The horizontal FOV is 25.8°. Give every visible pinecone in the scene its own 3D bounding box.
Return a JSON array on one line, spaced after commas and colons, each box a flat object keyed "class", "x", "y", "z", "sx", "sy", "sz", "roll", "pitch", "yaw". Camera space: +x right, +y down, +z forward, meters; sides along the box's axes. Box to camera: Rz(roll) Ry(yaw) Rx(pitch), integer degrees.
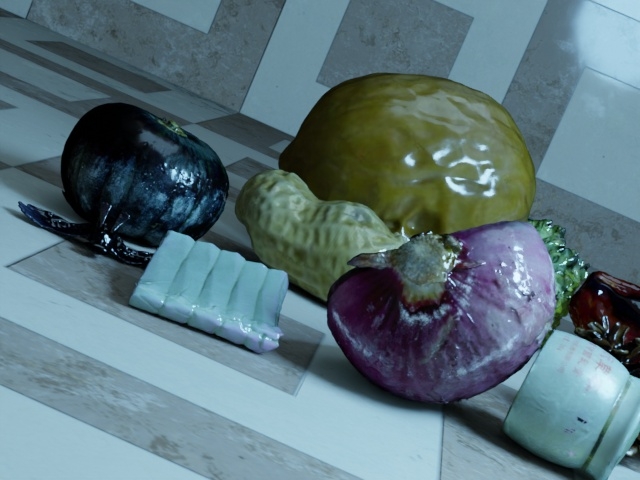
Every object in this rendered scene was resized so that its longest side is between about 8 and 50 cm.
[{"class": "pinecone", "x": 0.366, "y": 0.179, "z": 1.781, "sx": 0.163, "sy": 0.165, "sz": 0.163, "roll": -3, "pitch": 12, "yaw": 1}]

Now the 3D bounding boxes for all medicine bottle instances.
[{"class": "medicine bottle", "x": 0.302, "y": 0.195, "z": 1.622, "sx": 0.143, "sy": 0.147, "sz": 0.147, "roll": 27, "pitch": 10, "yaw": 13}]

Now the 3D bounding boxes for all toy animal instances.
[{"class": "toy animal", "x": -0.264, "y": -0.008, "z": 1.702, "sx": 0.220, "sy": 0.062, "sz": 0.108, "roll": 21, "pitch": -10, "yaw": -11}]

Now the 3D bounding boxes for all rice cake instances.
[{"class": "rice cake", "x": -0.123, "y": 0.058, "z": 1.617, "sx": 0.189, "sy": 0.037, "sz": 0.198, "roll": 20, "pitch": 19, "yaw": -10}]

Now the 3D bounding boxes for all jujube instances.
[{"class": "jujube", "x": 0.491, "y": 0.152, "z": 2.195, "sx": 0.236, "sy": 0.168, "sz": 0.168, "roll": 46, "pitch": 16, "yaw": 16}]

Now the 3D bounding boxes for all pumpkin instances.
[{"class": "pumpkin", "x": -0.235, "y": -0.088, "z": 1.865, "sx": 0.233, "sy": 0.163, "sz": 0.233, "roll": 25, "pitch": 10, "yaw": -4}]

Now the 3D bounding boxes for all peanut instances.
[{"class": "peanut", "x": 0.000, "y": 0.000, "z": 1.980, "sx": 0.325, "sy": 0.153, "sz": 0.140, "roll": 36, "pitch": 10, "yaw": 29}]

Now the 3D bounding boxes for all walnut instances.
[{"class": "walnut", "x": 0.130, "y": -0.084, "z": 2.158, "sx": 0.397, "sy": 0.354, "sz": 0.308, "roll": 7, "pitch": 32, "yaw": -1}]

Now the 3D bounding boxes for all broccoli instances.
[{"class": "broccoli", "x": 0.315, "y": 0.100, "z": 2.334, "sx": 0.242, "sy": 0.273, "sz": 0.180, "roll": 18, "pitch": -40, "yaw": 30}]

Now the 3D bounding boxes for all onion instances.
[{"class": "onion", "x": 0.158, "y": 0.119, "z": 1.649, "sx": 0.349, "sy": 0.267, "sz": 0.159, "roll": 63, "pitch": 11, "yaw": -66}]
